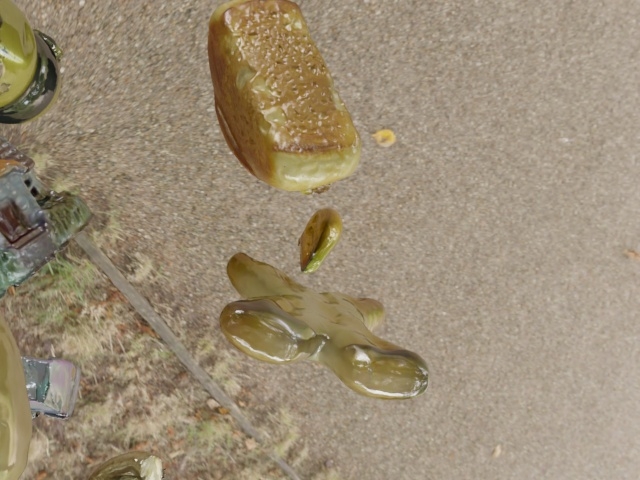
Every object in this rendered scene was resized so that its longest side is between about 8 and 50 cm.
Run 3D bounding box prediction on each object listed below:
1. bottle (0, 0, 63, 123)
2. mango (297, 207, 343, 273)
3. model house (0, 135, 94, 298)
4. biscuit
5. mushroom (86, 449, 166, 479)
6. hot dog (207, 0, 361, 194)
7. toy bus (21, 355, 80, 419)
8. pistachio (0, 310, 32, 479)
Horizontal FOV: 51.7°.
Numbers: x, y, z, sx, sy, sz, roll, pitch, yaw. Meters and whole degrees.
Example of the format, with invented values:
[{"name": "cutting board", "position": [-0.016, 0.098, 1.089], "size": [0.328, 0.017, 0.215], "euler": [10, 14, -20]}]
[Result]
[{"name": "bottle", "position": [-0.449, -0.244, 0.824], "size": [0.171, 0.351, 0.171], "euler": [-1, 83, 4]}, {"name": "mango", "position": [0.000, 0.000, 1.298], "size": [0.066, 0.101, 0.187], "euler": [38, 35, -14]}, {"name": "model house", "position": [-0.676, -0.089, 1.235], "size": [0.339, 0.297, 0.360], "euler": [65, 34, -23]}, {"name": "biscuit", "position": [-0.006, 0.068, 0.556], "size": [0.164, 0.208, 0.047], "euler": [22, 96, -8]}, {"name": "mushroom", "position": [-0.430, 0.546, 1.295], "size": [0.156, 0.151, 0.286], "euler": [69, 35, -51]}, {"name": "hot dog", "position": [-0.083, -0.251, 1.259], "size": [0.185, 0.223, 0.405], "euler": [-15, 71, -23]}, {"name": "toy bus", "position": [-0.577, 0.230, 1.102], "size": [0.317, 0.138, 0.112], "euler": [5, 70, -3]}, {"name": "pistachio", "position": [-0.295, 0.082, 0.416], "size": [0.162, 0.181, 0.293], "euler": [-17, 120, 12]}]
